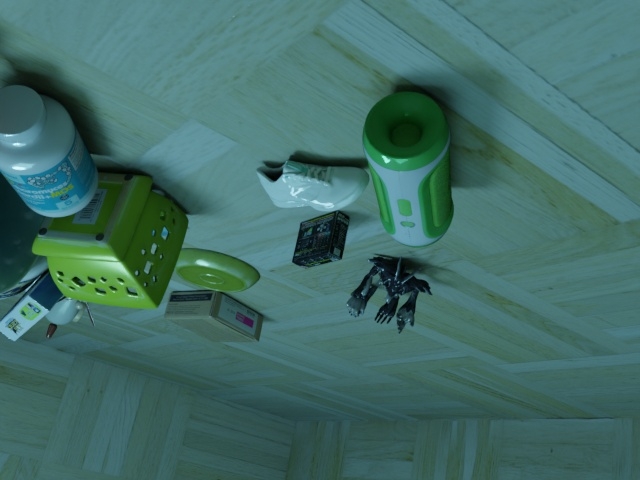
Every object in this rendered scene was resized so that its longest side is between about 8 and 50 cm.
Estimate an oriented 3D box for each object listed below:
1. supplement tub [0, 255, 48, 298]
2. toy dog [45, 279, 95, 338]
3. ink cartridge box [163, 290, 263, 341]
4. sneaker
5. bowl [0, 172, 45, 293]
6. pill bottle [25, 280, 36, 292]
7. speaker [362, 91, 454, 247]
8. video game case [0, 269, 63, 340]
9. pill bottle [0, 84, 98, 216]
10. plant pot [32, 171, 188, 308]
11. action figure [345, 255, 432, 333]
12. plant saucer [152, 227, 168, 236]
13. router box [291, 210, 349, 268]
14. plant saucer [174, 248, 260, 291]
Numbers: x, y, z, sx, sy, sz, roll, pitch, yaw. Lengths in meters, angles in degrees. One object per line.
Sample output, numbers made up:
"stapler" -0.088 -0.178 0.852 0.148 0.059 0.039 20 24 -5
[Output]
"supplement tub" -0.723 0.004 1.611 0.235 0.236 0.324 23 155 -26
"toy dog" -0.811 0.219 2.269 0.220 0.161 0.334 15 158 -10
"ink cartridge box" -0.317 0.231 2.155 0.193 0.088 0.234 -6 152 33
"sneaker" -0.021 -0.104 1.233 0.212 0.080 0.094 -3 142 35
"bowl" -0.654 -0.061 1.326 0.163 0.312 0.311 8 158 12
"pill bottle" -0.848 0.040 1.835 0.318 0.176 0.176 19 157 -20
"speaker" 0.139 -0.096 1.093 0.131 0.131 0.296 6 157 14
"video game case" -0.606 0.086 1.657 0.061 0.270 0.244 44 137 -16
"pill bottle" -0.482 -0.154 1.231 0.146 0.146 0.264 10 158 2
"plant pot" -0.428 -0.014 1.454 0.227 0.228 0.207 5 150 15
"action figure" 0.150 0.131 1.625 0.164 0.141 0.276 24 159 0
"plant saucer" -0.401 -0.029 1.663 0.192 0.018 0.067 -2 154 33
"router box" 0.000 0.000 1.439 0.038 0.092 0.122 26 154 -33
"plant saucer" -0.277 0.085 1.853 0.240 0.037 0.241 10 158 4
